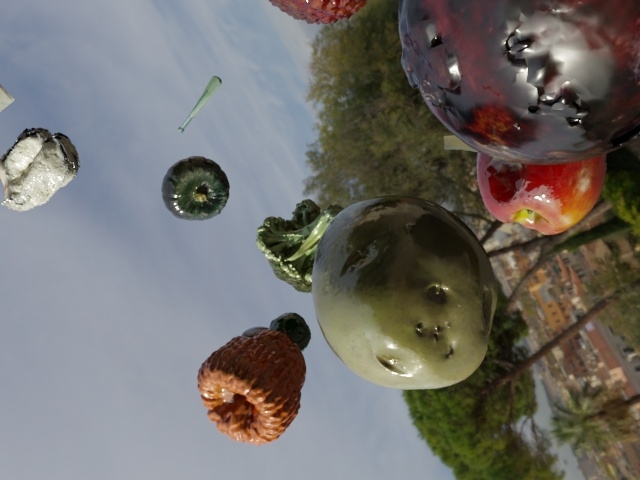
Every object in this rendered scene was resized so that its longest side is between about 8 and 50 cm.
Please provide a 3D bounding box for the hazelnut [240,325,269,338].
[{"bbox_3d":[-0.201,0.345,1.729,0.143,0.143,0.154,57,-168,-27],"label":"hazelnut"}]

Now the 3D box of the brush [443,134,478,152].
[{"bbox_3d":[0.512,-0.330,1.780,0.197,0.123,0.059,-156,60,-65],"label":"brush"}]

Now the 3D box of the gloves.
[{"bbox_3d":[-0.469,-0.123,0.886,0.114,0.153,0.070,63,-160,13],"label":"gloves"}]

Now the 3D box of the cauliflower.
[{"bbox_3d":[-0.013,0.002,1.516,0.327,0.281,0.260,20,-159,-30],"label":"cauliflower"}]

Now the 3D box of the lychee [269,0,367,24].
[{"bbox_3d":[-0.036,-0.944,1.726,0.500,0.424,0.424,38,-156,-19],"label":"lychee"}]

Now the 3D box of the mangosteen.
[{"bbox_3d":[0.292,-0.279,0.637,0.422,0.381,0.380,-15,-104,-31],"label":"mangosteen"}]

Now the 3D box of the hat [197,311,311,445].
[{"bbox_3d":[-0.141,0.380,1.515,0.400,0.285,0.285,-25,-90,-59],"label":"hat"}]

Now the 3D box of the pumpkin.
[{"bbox_3d":[-0.387,-0.157,1.658,0.211,0.212,0.152,59,178,-20],"label":"pumpkin"}]

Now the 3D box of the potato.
[{"bbox_3d":[0.110,0.054,0.755,0.221,0.243,0.326,47,-163,-23],"label":"potato"}]

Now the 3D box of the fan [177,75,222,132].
[{"bbox_3d":[-0.340,-0.378,1.494,0.038,0.193,0.016,48,-163,26],"label":"fan"}]

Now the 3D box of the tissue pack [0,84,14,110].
[{"bbox_3d":[-0.493,-0.185,0.747,0.108,0.023,0.056,-53,-45,-22],"label":"tissue pack"}]

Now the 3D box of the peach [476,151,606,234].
[{"bbox_3d":[0.613,-0.213,1.522,0.310,0.335,0.405,-7,-81,-32],"label":"peach"}]
